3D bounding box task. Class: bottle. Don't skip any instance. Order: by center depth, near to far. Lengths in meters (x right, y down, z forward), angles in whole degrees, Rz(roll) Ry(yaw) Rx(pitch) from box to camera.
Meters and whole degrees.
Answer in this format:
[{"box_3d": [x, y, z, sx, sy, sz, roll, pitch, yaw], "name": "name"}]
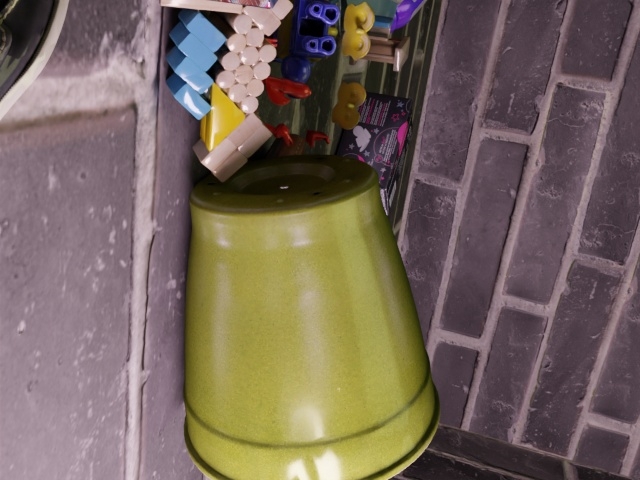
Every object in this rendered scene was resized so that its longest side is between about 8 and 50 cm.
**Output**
[{"box_3d": [0.160, -0.536, 1.420, 0.283, 0.118, 0.092, -54, 175, -32], "name": "bottle"}]

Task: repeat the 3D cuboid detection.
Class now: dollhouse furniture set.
[{"box_3d": [0.059, -0.372, 1.036, 0.129, 0.184, 0.129, -60, 159, -51], "name": "dollhouse furniture set"}]

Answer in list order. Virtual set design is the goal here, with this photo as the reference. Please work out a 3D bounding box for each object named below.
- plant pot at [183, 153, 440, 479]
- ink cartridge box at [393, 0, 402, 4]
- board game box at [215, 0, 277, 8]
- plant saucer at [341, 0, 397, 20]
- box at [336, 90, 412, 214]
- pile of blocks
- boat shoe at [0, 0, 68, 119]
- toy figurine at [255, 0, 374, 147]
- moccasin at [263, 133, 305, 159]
[{"box_3d": [-0.031, 0.081, 0.853, 0.366, 0.367, 0.352, -52, 140, -60], "name": "plant pot"}, {"box_3d": [0.065, -0.456, 1.010, 0.046, 0.097, 0.207, -42, 155, 28], "name": "ink cartridge box"}, {"box_3d": [-0.114, -0.299, 0.457, 0.243, 0.165, 0.042, 88, 20, -48], "name": "board game box"}, {"box_3d": [0.088, -0.537, 1.206, 0.317, 0.044, 0.317, -34, 128, -58], "name": "plant saucer"}, {"box_3d": [0.126, -0.212, 1.547, 0.163, 0.142, 0.247, 69, 37, -68], "name": "box"}, {"box_3d": [-0.114, -0.249, 0.688, 0.112, 0.149, 0.362, 53, -44, 48], "name": "pile of blocks"}, {"box_3d": [-0.221, -0.114, 0.368, 0.079, 0.084, 0.233, 73, 36, -65], "name": "boat shoe"}, {"box_3d": [-0.046, -0.326, 0.873, 0.217, 0.191, 0.362, -126, -141, -68], "name": "toy figurine"}, {"box_3d": [-0.033, -0.014, 1.072, 0.139, 0.147, 0.380, -63, 160, -45], "name": "moccasin"}]
